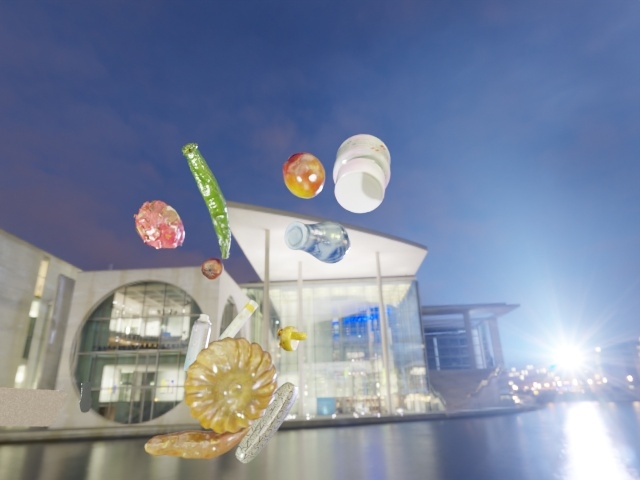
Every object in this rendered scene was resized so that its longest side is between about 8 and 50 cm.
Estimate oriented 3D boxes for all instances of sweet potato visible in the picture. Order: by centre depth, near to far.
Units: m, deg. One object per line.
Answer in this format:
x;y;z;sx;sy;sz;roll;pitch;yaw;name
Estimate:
-0.411;0.699;1.463;0.353;0.107;0.095;0;20;-22;sweet potato

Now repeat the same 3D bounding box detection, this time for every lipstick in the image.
-0.428;0.427;2.239;0.059;0.264;0.059;28;-29;18;lipstick

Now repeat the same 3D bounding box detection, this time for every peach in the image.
-0.085;-0.339;2.211;0.230;0.231;0.231;-2;-21;-1;peach

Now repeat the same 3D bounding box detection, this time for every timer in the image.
-0.119;0.414;1.801;0.109;0.107;0.107;-3;-20;20;timer

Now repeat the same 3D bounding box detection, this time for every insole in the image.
-0.896;0.599;1.632;0.044;0.135;0.002;5;14;-15;insole

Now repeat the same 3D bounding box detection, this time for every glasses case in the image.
-0.215;0.741;1.749;0.085;0.355;0.137;28;-21;27;glasses case

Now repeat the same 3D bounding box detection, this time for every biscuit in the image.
-0.299;0.496;1.456;0.325;0.327;0.107;6;-5;-20;biscuit

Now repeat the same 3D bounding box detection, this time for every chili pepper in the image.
-0.317;-0.111;1.258;0.076;0.084;0.360;-29;-56;-23;chili pepper

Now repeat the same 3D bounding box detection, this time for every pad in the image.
-0.784;0.444;1.126;0.175;0.002;0.266;16;-46;-30;pad

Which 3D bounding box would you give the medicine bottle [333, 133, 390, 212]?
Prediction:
0.172;-0.280;1.793;0.240;0.302;0.242;5;-51;6;medicine bottle

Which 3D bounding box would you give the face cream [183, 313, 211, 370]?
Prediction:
-0.495;0.417;1.738;0.075;0.230;0.075;6;-23;2;face cream

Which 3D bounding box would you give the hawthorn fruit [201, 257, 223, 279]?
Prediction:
-0.358;0.091;1.422;0.077;0.077;0.077;-2;-21;-1;hawthorn fruit

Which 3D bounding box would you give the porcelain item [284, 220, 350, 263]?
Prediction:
0.000;0.000;1.383;0.141;0.142;0.258;-18;-19;37;porcelain item

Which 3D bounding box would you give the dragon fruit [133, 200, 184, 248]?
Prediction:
-0.757;-0.086;2.003;0.189;0.262;0.163;-41;0;13;dragon fruit
